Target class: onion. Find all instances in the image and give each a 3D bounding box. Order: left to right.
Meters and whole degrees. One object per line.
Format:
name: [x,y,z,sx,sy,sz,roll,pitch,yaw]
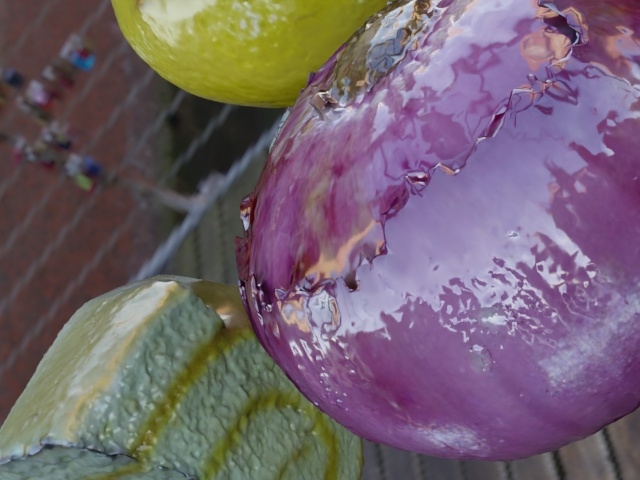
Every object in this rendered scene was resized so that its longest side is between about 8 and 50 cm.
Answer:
onion: [0.134,-0.022,0.979,0.358,0.345,0.358,-51,-6,-7]

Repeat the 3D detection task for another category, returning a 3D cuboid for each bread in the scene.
bread: [-0.148,0.166,1.737,0.239,0.395,0.264,-11,59,37]

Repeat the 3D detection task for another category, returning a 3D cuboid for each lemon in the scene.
lemon: [-0.040,-0.229,1.356,0.284,0.260,0.260,27,88,50]

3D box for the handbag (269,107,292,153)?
handbag: [0.000,0.000,1.502,0.235,0.127,0.213,-103,10,-71]
